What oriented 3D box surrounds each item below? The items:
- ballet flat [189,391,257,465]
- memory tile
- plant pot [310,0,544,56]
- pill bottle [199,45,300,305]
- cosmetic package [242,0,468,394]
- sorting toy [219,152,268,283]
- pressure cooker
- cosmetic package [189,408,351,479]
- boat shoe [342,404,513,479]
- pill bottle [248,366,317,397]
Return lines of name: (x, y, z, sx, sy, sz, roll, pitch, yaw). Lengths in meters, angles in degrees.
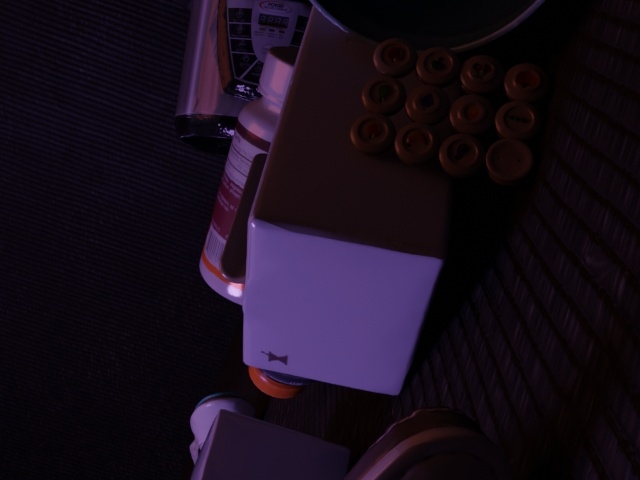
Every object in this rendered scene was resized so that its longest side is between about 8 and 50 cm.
ballet flat: (-0.204, 0.431, 1.706, 0.400, 0.139, 0.139, 114, 172, -60)
memory tile: (0.104, -0.106, 0.661, 0.012, 0.148, 0.113, 74, -148, -67)
plant pot: (0.122, -0.329, 0.717, 0.196, 0.293, 0.293, -39, -20, -48)
pill bottle: (-0.047, -0.098, 1.341, 0.224, 0.224, 0.392, -89, 16, -67)
cosmetic package: (0.049, -0.104, 0.836, 0.230, 0.161, 0.453, 98, -176, -52)
sorting toy: (0.000, 0.000, 0.964, 0.041, 0.229, 0.307, 65, -151, -45)
pressure cooker: (-0.084, -0.368, 1.595, 0.375, 0.370, 0.420, 8, 89, 43)
cosmetic package: (-0.095, 0.392, 0.810, 0.217, 0.156, 0.385, 115, 170, -49)
boat shoe: (0.026, 0.227, 0.521, 0.097, 0.116, 0.324, -94, 19, -64)
pill bottle: (-0.021, 0.102, 1.088, 0.130, 0.130, 0.246, -81, 13, -52)
